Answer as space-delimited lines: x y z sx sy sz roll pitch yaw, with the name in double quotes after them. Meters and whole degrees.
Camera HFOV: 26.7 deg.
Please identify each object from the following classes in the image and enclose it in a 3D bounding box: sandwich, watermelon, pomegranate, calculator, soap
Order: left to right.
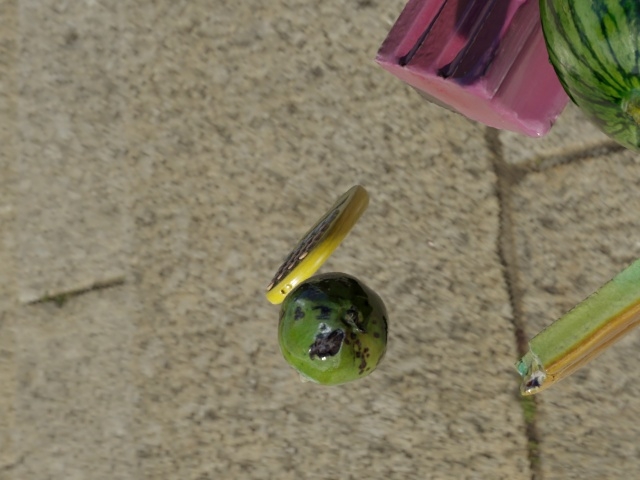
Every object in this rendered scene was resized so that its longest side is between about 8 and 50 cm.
0.000 0.000 1.677 0.032 0.235 0.146 43 127 -5 "calculator"
0.010 0.102 1.419 0.122 0.161 0.122 6 58 -10 "pomegranate"
0.232 -0.309 1.478 0.359 0.128 0.233 -60 31 0 "soap"
0.340 0.091 1.610 0.212 0.245 0.063 -30 72 -27 "sandwich"
0.315 -0.193 1.219 0.331 0.330 0.189 20 45 32 "watermelon"
